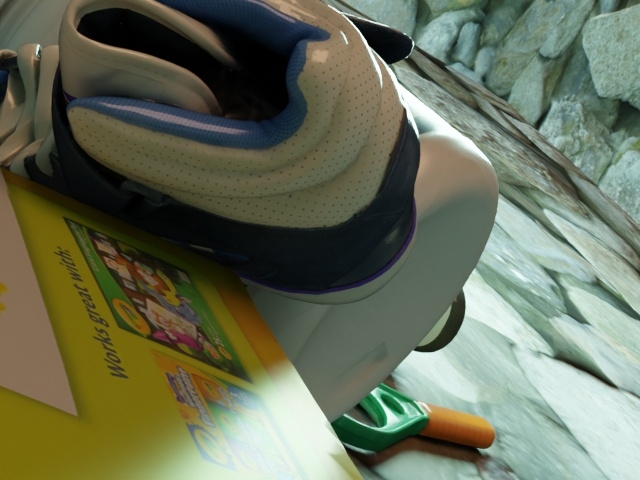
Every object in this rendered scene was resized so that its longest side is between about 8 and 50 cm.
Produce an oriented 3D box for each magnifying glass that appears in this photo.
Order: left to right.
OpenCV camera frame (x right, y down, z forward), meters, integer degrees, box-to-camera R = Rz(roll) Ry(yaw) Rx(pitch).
[{"bbox_3d":[0.057,0.132,1.055,0.231,0.026,0.092,17,23,-45],"label":"magnifying glass"}]

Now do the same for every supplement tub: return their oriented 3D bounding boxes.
[{"bbox_3d":[-0.073,-0.052,0.910,0.325,0.235,0.235,42,16,21],"label":"supplement tub"}]

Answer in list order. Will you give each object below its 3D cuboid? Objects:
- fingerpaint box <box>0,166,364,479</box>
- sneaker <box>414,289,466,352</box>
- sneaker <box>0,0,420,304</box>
[{"bbox_3d":[-0.138,0.116,0.389,0.371,0.163,0.445,26,16,-35],"label":"fingerpaint box"},{"bbox_3d":[-0.001,0.001,1.201,0.145,0.090,0.270,19,19,-45],"label":"sneaker"},{"bbox_3d":[-0.111,-0.068,0.665,0.322,0.130,0.236,11,-20,15],"label":"sneaker"}]
